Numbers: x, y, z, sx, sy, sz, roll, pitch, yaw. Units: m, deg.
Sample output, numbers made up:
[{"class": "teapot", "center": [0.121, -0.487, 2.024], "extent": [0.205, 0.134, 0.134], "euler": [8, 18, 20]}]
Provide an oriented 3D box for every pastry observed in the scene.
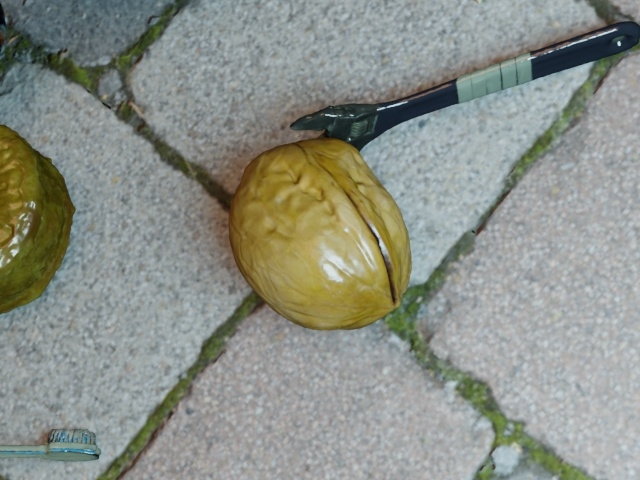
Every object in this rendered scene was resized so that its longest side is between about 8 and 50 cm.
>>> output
[{"class": "pastry", "center": [-0.324, -0.017, 1.531], "extent": [0.188, 0.103, 0.189], "euler": [-8, 68, 19]}]

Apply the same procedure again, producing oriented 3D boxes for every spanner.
[{"class": "spanner", "center": [0.120, -0.130, 1.414], "extent": [0.315, 0.087, 0.024], "euler": [-18, 64, 11]}]

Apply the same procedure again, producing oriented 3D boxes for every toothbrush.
[{"class": "toothbrush", "center": [-0.339, 0.177, 1.455], "extent": [0.294, 0.026, 0.028], "euler": [1, 55, -2]}]

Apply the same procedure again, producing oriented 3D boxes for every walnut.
[{"class": "walnut", "center": [0.000, 0.000, 1.375], "extent": [0.144, 0.144, 0.180], "euler": [-41, 64, 3]}]

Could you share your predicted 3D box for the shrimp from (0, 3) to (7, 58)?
[{"class": "shrimp", "center": [-0.432, -0.121, 1.609], "extent": [0.372, 0.172, 0.137], "euler": [-32, 85, 22]}]

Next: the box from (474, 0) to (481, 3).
[{"class": "box", "center": [0.120, -0.256, 1.494], "extent": [0.093, 0.015, 0.058], "euler": [30, 85, 28]}]
